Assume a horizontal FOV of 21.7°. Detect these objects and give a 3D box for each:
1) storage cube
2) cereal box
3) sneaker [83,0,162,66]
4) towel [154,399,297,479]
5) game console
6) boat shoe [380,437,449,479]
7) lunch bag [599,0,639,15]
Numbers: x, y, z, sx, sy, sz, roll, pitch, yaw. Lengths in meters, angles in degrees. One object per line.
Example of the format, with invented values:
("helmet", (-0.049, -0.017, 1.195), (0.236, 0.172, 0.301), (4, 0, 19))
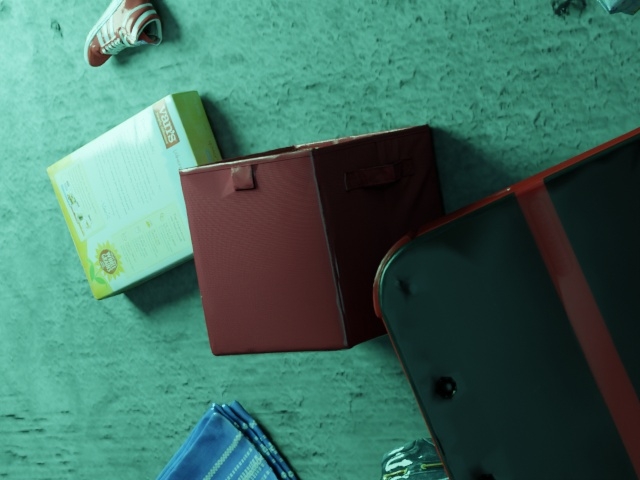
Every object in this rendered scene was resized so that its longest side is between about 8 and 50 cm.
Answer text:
("storage cube", (0.000, 0.000, 1.649), (0.215, 0.184, 0.193), (-5, 97, 41))
("cereal box", (-0.200, -0.048, 1.899), (0.240, 0.047, 0.173), (-24, 84, 41))
("sneaker", (-0.222, -0.226, 1.881), (0.067, 0.042, 0.118), (53, 126, 23))
("towel", (-0.071, 0.373, 1.890), (0.336, 0.040, 0.243), (52, 128, 19))
("game console", (0.253, 0.123, 1.482), (0.342, 0.060, 0.386), (-24, 84, 14))
("boat shoe", (0.140, 0.232, 1.663), (0.183, 0.083, 0.065), (-13, 133, 18))
("lunch bag", (0.262, -0.249, 1.458), (0.071, 0.053, 0.083), (-46, 61, 36))
